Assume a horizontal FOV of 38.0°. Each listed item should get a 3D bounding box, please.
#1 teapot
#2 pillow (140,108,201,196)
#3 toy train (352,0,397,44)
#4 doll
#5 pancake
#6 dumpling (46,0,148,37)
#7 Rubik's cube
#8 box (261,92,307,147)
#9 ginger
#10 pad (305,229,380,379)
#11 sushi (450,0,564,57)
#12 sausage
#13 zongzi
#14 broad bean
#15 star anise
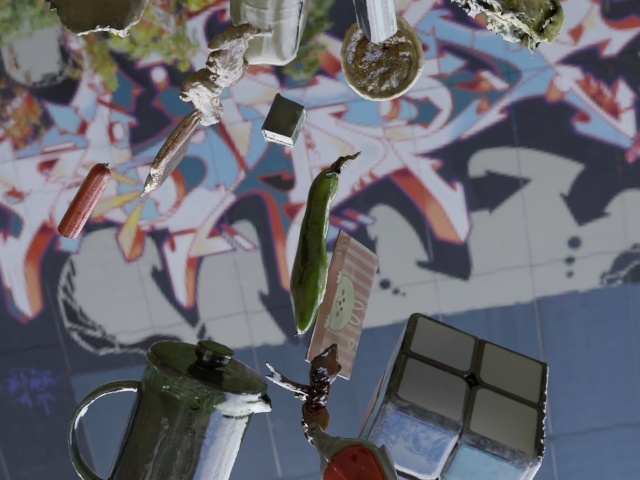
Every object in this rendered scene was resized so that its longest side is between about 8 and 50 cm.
[{"bbox_3d":[-0.234,0.300,1.361,0.270,0.337,0.200,21,-174,2],"label":"teapot"},{"bbox_3d":[-0.249,-0.145,1.550,0.135,0.034,0.211,-54,-174,-19],"label":"pillow"},{"bbox_3d":[0.063,-0.362,1.206,0.048,0.252,0.055,-30,-121,-8],"label":"toy train"},{"bbox_3d":[0.058,0.293,1.095,0.227,0.075,0.102,38,-93,35],"label":"doll"},{"bbox_3d":[0.102,-0.311,1.582,0.151,0.152,0.025,-9,-161,6],"label":"pancake"},{"bbox_3d":[-0.196,-0.321,0.931,0.166,0.086,0.332,5,-118,24],"label":"dumpling"},{"bbox_3d":[0.251,0.387,1.863,0.313,0.318,0.316,21,-148,4],"label":"Rubik's cube"},{"bbox_3d":[-0.068,-0.227,1.776,0.063,0.085,0.060,19,164,12],"label":"box"},{"bbox_3d":[-0.203,-0.323,1.817,0.122,0.084,0.290,-32,170,-33],"label":"ginger"},{"bbox_3d":[0.055,0.147,2.090,0.005,0.300,0.202,6,164,34],"label":"pad"},{"bbox_3d":[0.333,-0.477,1.744,0.139,0.291,0.131,-50,173,-20],"label":"sushi"},{"bbox_3d":[-0.338,-0.061,1.348,0.034,0.129,0.034,31,-161,-12],"label":"sausage"},{"bbox_3d":[-0.092,-0.628,2.024,0.174,0.356,0.393,10,-132,-4],"label":"zongzi"},{"bbox_3d":[-0.007,-0.002,1.535,0.075,0.325,0.067,4,169,34],"label":"broad bean"},{"bbox_3d":[-0.042,0.249,1.552,0.144,0.141,0.158,12,-148,-14],"label":"star anise"}]
